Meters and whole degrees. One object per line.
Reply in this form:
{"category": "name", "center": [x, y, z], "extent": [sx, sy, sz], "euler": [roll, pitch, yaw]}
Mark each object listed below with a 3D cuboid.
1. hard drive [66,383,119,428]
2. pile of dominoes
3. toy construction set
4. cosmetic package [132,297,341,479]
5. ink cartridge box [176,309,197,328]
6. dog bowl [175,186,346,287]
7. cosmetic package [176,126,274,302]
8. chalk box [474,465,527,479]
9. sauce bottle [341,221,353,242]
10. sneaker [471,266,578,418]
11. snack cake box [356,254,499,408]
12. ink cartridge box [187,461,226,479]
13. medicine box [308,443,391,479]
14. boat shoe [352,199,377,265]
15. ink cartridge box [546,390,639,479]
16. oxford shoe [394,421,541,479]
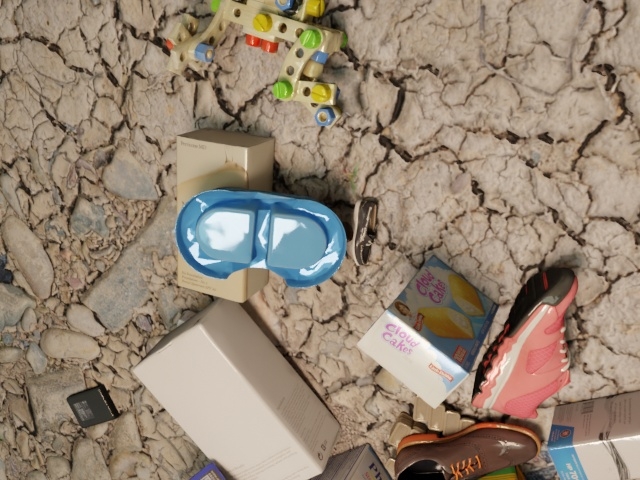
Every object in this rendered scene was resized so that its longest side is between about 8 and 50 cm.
{"category": "hard drive", "center": [-0.589, 0.431, 1.664], "extent": [0.135, 0.022, 0.094], "euler": [-22, 97, 30]}
{"category": "pile of dominoes", "center": [0.262, 0.415, 1.257], "extent": [0.251, 0.040, 0.195], "euler": [26, 114, 7]}
{"category": "toy construction set", "center": [-0.098, -0.336, 1.105], "extent": [0.328, 0.151, 0.214], "euler": [18, 115, 8]}
{"category": "cosmetic package", "center": [-0.166, 0.324, 1.315], "extent": [0.217, 0.156, 0.385], "euler": [-32, 98, 26]}
{"category": "ink cartridge box", "center": [-0.221, 0.280, 1.428], "extent": [0.233, 0.066, 0.189], "euler": [19, 115, 3]}
{"category": "dog bowl", "center": [-0.102, -0.013, 1.145], "extent": [0.298, 0.074, 0.165], "euler": [7, 110, -1]}
{"category": "cosmetic package", "center": [-0.187, -0.052, 1.255], "extent": [0.160, 0.113, 0.309], "euler": [11, 113, 21]}
{"category": "chalk box", "center": [0.281, 0.575, 1.167], "extent": [0.289, 0.179, 0.180], "euler": [-31, 98, 16]}
{"category": "sauce bottle", "center": [0.000, 0.000, 1.225], "extent": [0.128, 0.042, 0.042], "euler": [-17, 99, 31]}
{"category": "sneaker", "center": [0.372, 0.180, 1.085], "extent": [0.136, 0.116, 0.313], "euler": [23, 123, 6]}
{"category": "snack cake box", "center": [0.185, 0.137, 1.053], "extent": [0.152, 0.264, 0.089], "euler": [40, 119, 8]}
{"category": "ink cartridge box", "center": [-0.204, 0.631, 1.317], "extent": [0.270, 0.151, 0.395], "euler": [46, 149, 18]}
{"category": "medicine box", "center": [0.039, 0.613, 1.354], "extent": [0.289, 0.149, 0.263], "euler": [-31, 92, 31]}
{"category": "boat shoe", "center": [0.085, -0.013, 1.178], "extent": [0.038, 0.046, 0.125], "euler": [8, 102, 28]}
{"category": "ink cartridge box", "center": [0.481, 0.317, 1.045], "extent": [0.191, 0.140, 0.082], "euler": [-19, 97, 29]}
{"category": "oxford shoe", "center": [0.266, 0.405, 1.175], "extent": [0.272, 0.098, 0.096], "euler": [-18, 102, 22]}
